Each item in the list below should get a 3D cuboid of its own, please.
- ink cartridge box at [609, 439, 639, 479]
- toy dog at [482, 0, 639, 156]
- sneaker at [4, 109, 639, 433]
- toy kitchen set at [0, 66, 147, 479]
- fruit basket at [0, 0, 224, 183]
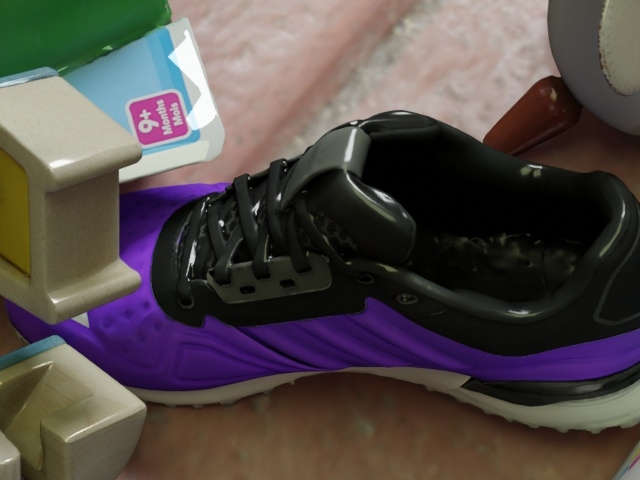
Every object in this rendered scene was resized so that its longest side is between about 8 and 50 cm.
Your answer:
[{"bbox_3d":[0.134,0.137,0.611,0.078,0.134,0.231,42,69,-1],"label":"ink cartridge box"},{"bbox_3d":[0.111,-0.128,0.692,0.161,0.333,0.220,-30,38,5],"label":"toy dog"},{"bbox_3d":[0.000,-0.001,0.684,0.293,0.146,0.102,2,61,12],"label":"sneaker"},{"bbox_3d":[-0.183,0.035,0.621,0.207,0.166,0.122,-22,39,-37],"label":"toy kitchen set"},{"bbox_3d":[-0.251,-0.127,0.741,0.353,0.165,0.327,-12,56,-13],"label":"fruit basket"}]
